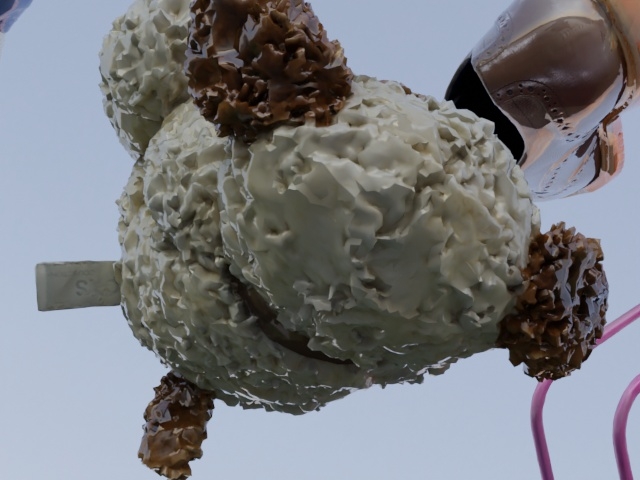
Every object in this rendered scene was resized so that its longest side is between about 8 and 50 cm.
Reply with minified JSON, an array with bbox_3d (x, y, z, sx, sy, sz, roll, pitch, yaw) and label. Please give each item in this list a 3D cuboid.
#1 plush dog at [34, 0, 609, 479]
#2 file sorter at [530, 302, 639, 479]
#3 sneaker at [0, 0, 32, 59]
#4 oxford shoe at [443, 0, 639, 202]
[{"bbox_3d":[0.000,0.000,0.547,0.262,0.210,0.225,36,-27,-12],"label":"plush dog"},{"bbox_3d":[0.290,0.142,0.691,0.291,0.202,0.182,12,-57,52],"label":"file sorter"},{"bbox_3d":[-0.428,-0.190,1.116,0.315,0.127,0.182,15,-77,3],"label":"sneaker"},{"bbox_3d":[0.143,-0.094,0.882,0.133,0.363,0.130,-27,-104,-4],"label":"oxford shoe"}]
